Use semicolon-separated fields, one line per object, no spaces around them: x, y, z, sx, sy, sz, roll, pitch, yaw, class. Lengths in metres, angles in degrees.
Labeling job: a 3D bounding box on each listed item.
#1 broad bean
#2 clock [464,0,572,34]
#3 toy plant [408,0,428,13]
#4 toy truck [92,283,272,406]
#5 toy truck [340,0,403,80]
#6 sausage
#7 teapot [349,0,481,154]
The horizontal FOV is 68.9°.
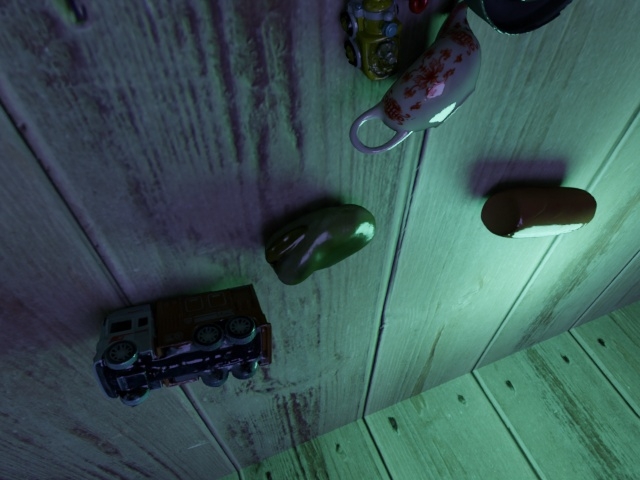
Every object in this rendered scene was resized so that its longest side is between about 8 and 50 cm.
0.000;0.000;0.880;0.228;0.100;0.169;-18;154;-34;broad bean
0.279;-0.390;0.552;0.281;0.055;0.280;-26;146;-19;clock
0.102;-0.363;0.485;0.240;0.088;0.154;11;112;-58;toy plant
-0.255;0.183;0.883;0.306;0.162;0.136;-9;131;-15;toy truck
0.074;-0.263;0.597;0.076;0.076;0.111;-23;146;-5;toy truck
0.526;-0.069;1.106;0.305;0.121;0.121;-5;140;-28;sausage
0.143;-0.211;0.656;0.245;0.159;0.116;-43;105;-3;teapot
